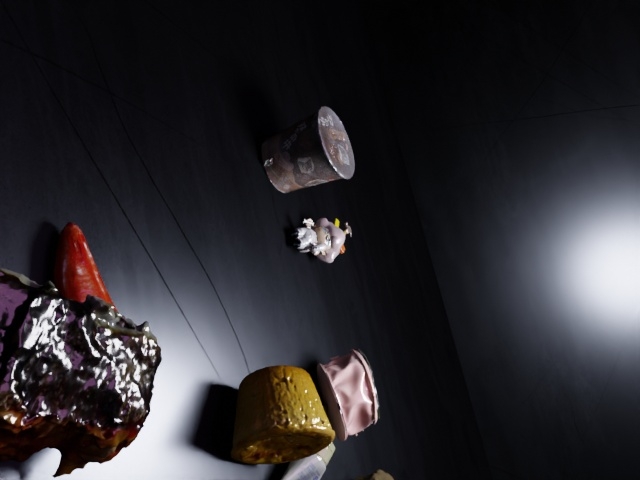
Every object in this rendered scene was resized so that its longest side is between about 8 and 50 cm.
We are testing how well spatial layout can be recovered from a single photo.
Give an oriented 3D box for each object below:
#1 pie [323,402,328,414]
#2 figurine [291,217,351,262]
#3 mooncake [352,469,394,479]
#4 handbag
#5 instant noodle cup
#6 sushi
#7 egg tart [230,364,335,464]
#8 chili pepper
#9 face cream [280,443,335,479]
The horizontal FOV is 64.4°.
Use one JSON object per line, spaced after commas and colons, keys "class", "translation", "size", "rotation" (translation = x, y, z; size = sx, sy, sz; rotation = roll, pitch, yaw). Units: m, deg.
{"class": "pie", "translation": [-0.030, 0.471, 1.198], "size": [0.191, 0.033, 0.088], "rotation": [-29, 112, -57]}
{"class": "figurine", "translation": [0.000, 0.000, 1.493], "size": [0.229, 0.112, 0.137], "rotation": [2, 64, -50]}
{"class": "mooncake", "translation": [0.136, 0.708, 1.283], "size": [0.228, 0.124, 0.228], "rotation": [47, 29, -38]}
{"class": "handbag", "translation": [0.070, 0.386, 1.285], "size": [0.179, 0.117, 0.204], "rotation": [116, -42, -66]}
{"class": "instant noodle cup", "translation": [-0.040, -0.246, 1.448], "size": [0.217, 0.208, 0.217], "rotation": [42, 40, -47]}
{"class": "sushi", "translation": [-0.338, 0.150, 0.586], "size": [0.343, 0.197, 0.181], "rotation": [41, 32, -49]}
{"class": "egg tart", "translation": [-0.080, 0.345, 1.012], "size": [0.202, 0.203, 0.147], "rotation": [45, 25, -45]}
{"class": "chili pepper", "translation": [-0.361, 0.051, 0.765], "size": [0.088, 0.065, 0.168], "rotation": [2, 69, -65]}
{"class": "face cream", "translation": [-0.051, 0.519, 1.075], "size": [0.224, 0.070, 0.114], "rotation": [-53, 125, -37]}
